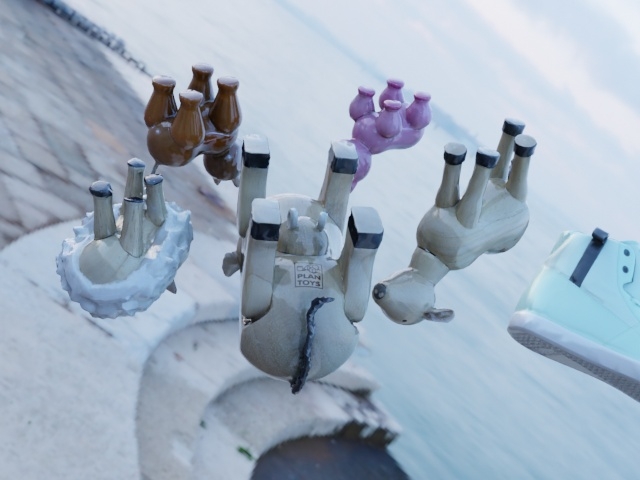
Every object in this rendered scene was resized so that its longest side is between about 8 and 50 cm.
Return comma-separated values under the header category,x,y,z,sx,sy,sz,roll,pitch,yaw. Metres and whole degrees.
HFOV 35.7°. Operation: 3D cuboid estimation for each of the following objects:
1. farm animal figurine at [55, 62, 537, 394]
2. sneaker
category,x,y,z,sx,sy,sz,roll,pitch,yaw
farm animal figurine,0.000,0.000,0.785,0.330,0.172,0.327,12,32,4
sneaker,0.336,0.081,1.009,0.256,0.151,0.094,26,-16,6
